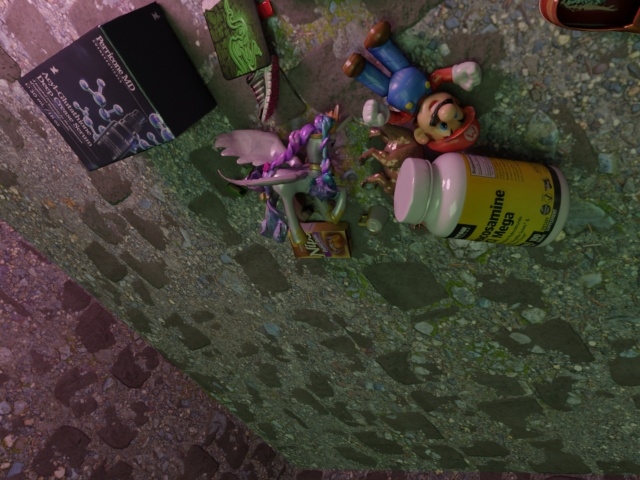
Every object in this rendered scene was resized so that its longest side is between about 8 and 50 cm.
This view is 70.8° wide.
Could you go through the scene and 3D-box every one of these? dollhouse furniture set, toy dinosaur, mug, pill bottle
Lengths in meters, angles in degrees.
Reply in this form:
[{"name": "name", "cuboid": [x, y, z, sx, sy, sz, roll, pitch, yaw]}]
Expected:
[{"name": "dollhouse furniture set", "cuboid": [-0.230, -0.199, 1.339, 0.058, 0.076, 0.152, 31, 137, -2]}, {"name": "toy dinosaur", "cuboid": [0.209, -0.180, 1.100, 0.200, 0.127, 0.296, 7, 128, 22]}, {"name": "mug", "cuboid": [0.153, -0.054, 1.283, 0.062, 0.064, 0.078, 40, 136, -12]}, {"name": "pill bottle", "cuboid": [0.343, -0.092, 0.993, 0.334, 0.188, 0.188, 6, 135, -5]}]

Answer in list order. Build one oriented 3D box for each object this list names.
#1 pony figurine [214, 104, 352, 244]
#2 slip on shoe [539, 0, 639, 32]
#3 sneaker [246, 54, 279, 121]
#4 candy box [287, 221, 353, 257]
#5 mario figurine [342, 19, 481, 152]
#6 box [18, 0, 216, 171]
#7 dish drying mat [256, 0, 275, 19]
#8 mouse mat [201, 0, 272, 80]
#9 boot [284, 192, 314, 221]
[{"name": "pony figurine", "cuboid": [-0.085, -0.163, 1.181, 0.351, 0.303, 0.363, -11, 130, -12]}, {"name": "slip on shoe", "cuboid": [0.543, -0.396, 0.744, 0.331, 0.101, 0.123, 9, 131, 19]}, {"name": "sneaker", "cuboid": [-0.150, -0.386, 1.136, 0.074, 0.063, 0.170, 18, 130, 11]}, {"name": "candy box", "cuboid": [0.000, 0.000, 1.404, 0.186, 0.053, 0.109, 0, 129, 19]}, {"name": "mario figurine", "cuboid": [0.210, -0.311, 0.945, 0.320, 0.170, 0.198, 38, 134, -7]}, {"name": "box", "cuboid": [-0.543, -0.397, 1.220, 0.395, 0.212, 0.293, -10, 124, 32]}, {"name": "dish drying mat", "cuboid": [-0.146, -0.526, 1.043, 0.083, 0.008, 0.032, -5, 126, 31]}, {"name": "mouse mat", "cuboid": [-0.200, -0.492, 1.066, 0.152, 0.007, 0.190, -6, 110, 31]}, {"name": "boot", "cuboid": [-0.078, -0.104, 1.373, 0.087, 0.042, 0.118, -19, 118, 41]}]
